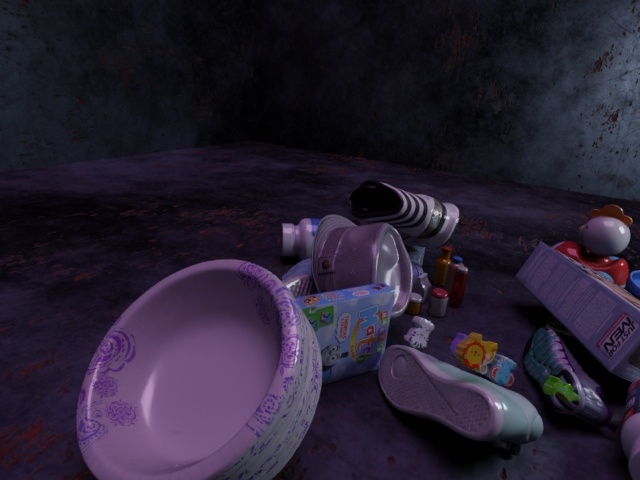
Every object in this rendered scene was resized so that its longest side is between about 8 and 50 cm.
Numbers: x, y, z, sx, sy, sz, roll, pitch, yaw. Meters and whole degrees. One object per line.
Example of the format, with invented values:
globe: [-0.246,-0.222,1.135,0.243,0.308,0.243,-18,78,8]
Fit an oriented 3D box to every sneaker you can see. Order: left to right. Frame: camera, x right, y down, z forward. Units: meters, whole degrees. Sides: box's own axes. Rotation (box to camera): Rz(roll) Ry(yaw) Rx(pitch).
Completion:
sneaker: [-0.039,0.117,0.895,0.150,0.136,0.365,-2,9,38]
sneaker: [0.187,-0.107,1.264,0.257,0.169,0.447,23,-2,-18]
sneaker: [0.206,0.244,0.660,0.151,0.094,0.255,24,-6,-28]
sneaker: [0.431,0.241,0.746,0.098,0.083,0.224,32,24,2]
sneaker: [0.546,0.189,0.937,0.083,0.035,0.031,9,21,9]

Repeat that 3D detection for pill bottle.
pill bottle: [0.000,0.000,1.188,0.221,0.125,0.124,3,20,-10]
pill bottle: [0.483,0.272,0.589,0.107,0.108,0.180,20,24,34]

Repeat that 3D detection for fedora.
fedora: [0.100,0.058,0.846,0.124,0.243,0.276,-22,43,39]

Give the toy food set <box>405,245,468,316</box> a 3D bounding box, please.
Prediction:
toy food set: [0.288,0.097,1.023,0.111,0.105,0.232,19,24,34]

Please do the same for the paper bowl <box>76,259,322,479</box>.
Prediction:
paper bowl: [-0.135,0.176,0.533,0.283,0.148,0.285,-11,48,13]

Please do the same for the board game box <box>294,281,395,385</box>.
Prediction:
board game box: [0.019,0.160,0.700,0.211,0.160,0.039,-7,24,-29]

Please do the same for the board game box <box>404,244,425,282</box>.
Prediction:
board game box: [0.211,0.058,1.178,0.193,0.060,0.194,2,20,-8]

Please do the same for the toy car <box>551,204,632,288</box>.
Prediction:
toy car: [0.764,0.008,1.194,0.210,0.238,0.219,23,26,40]

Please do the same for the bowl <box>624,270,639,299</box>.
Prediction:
bowl: [0.869,0.186,0.912,0.390,0.077,0.391,12,20,-4]

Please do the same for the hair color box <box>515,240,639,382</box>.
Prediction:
hair color box: [0.578,0.147,0.866,0.185,0.114,0.374,26,19,-9]

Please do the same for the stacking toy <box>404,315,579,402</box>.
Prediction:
stacking toy: [0.259,0.194,0.672,0.221,0.052,0.167,29,-9,-16]
